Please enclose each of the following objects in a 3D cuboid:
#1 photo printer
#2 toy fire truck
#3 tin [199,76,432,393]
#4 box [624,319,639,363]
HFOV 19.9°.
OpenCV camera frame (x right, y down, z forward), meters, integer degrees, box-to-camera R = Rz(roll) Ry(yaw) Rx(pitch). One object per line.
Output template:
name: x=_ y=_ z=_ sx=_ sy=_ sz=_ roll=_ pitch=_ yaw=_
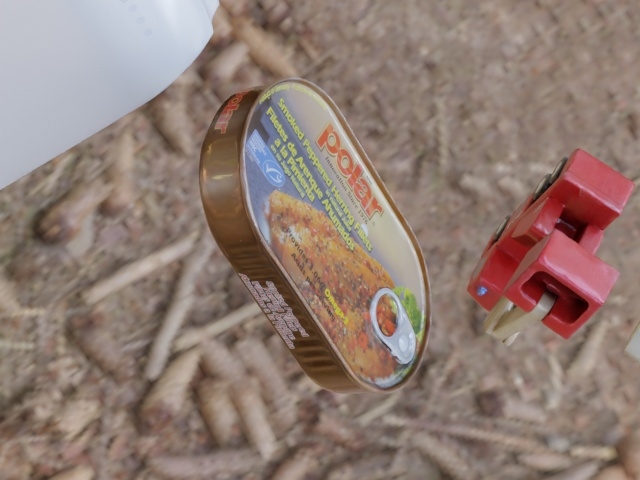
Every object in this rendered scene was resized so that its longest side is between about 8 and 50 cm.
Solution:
photo printer: x=-0.230 y=-0.140 z=1.033 sx=0.256 sy=0.307 sz=0.107 roll=45 pitch=33 yaw=-31
toy fire truck: x=0.133 y=0.018 z=1.110 sx=0.047 sy=0.192 sz=0.135 roll=33 pitch=59 yaw=-3
tin: x=0.000 y=0.000 z=0.962 sx=0.190 sy=0.040 sz=0.106 roll=58 pitch=46 yaw=-31
box: x=0.362 y=0.117 z=1.303 sx=0.275 sy=0.094 sz=0.113 roll=33 pitch=9 yaw=25
